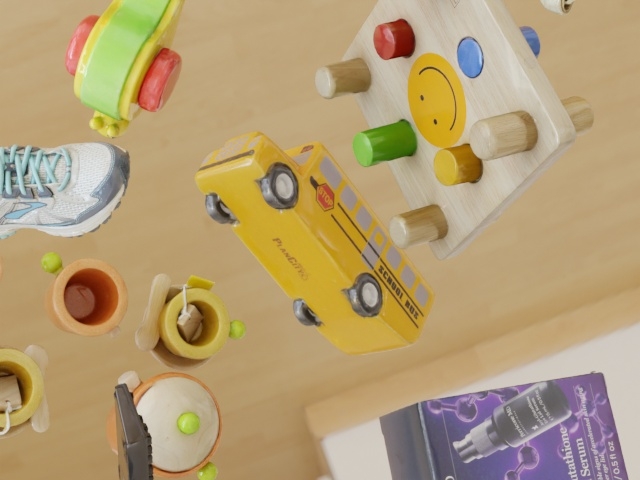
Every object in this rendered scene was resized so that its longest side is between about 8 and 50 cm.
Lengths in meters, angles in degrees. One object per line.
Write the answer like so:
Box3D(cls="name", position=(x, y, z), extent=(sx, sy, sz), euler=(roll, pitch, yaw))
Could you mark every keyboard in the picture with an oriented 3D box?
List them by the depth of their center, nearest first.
Box3D(cls="keyboard", position=(-0.141, 0.211, 0.921), extent=(0.023, 0.108, 0.180), euler=(-7, 123, -14))

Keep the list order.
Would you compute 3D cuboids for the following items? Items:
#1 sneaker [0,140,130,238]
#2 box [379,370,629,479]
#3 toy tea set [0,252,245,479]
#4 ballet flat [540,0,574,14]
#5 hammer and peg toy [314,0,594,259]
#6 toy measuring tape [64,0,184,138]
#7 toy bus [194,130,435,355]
Box3D(cls="sneaker", position=(-0.360, -0.064, 1.422), extent=(0.283, 0.110, 0.122), euler=(-12, 155, 26))
Box3D(cls="box", position=(0.179, 0.222, 1.140), extent=(0.207, 0.153, 0.108), euler=(-7, 167, -20))
Box3D(cls="toy tea set", position=(-0.214, 0.097, 1.059), extent=(0.336, 0.200, 0.124), euler=(17, 162, -27))
Box3D(cls="ballet flat", position=(0.349, -0.369, 1.532), extent=(0.057, 0.052, 0.168), euler=(4, 124, -43))
Box3D(cls="hammer and peg toy", position=(0.100, -0.189, 1.159), extent=(0.127, 0.361, 0.266), euler=(-16, 162, -28))
Box3D(cls="toy measuring tape", position=(-0.185, -0.228, 1.185), extent=(0.121, 0.121, 0.330), euler=(0, 134, -27))
Box3D(cls="toy bus", position=(0.000, 0.000, 1.410), extent=(0.108, 0.130, 0.333), euler=(-13, 126, 41))
